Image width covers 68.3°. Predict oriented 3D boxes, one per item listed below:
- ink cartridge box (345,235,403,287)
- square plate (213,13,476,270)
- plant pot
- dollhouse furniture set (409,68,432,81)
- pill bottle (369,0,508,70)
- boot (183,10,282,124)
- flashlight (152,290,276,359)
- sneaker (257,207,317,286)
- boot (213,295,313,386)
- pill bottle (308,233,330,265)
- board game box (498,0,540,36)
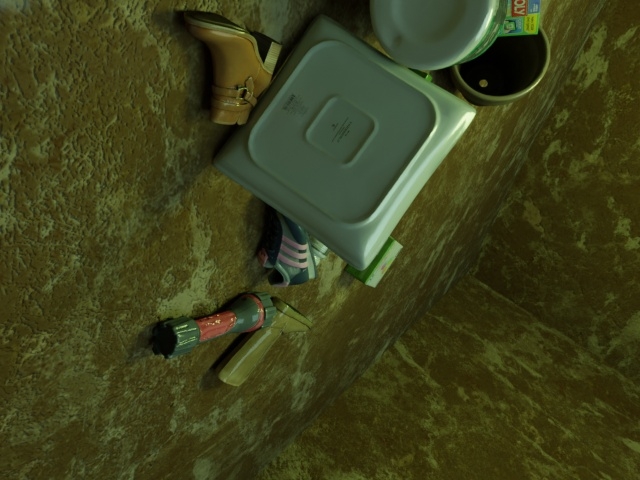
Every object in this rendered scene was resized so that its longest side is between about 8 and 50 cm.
[{"bbox_3d":[0.217,0.073,1.737,0.189,0.097,0.255,-56,154,4],"label":"ink cartridge box"},{"bbox_3d":[0.034,-0.183,0.825,0.347,0.344,0.049,-54,172,0],"label":"square plate"},{"bbox_3d":[0.506,-0.506,1.395,0.263,0.263,0.229,-56,172,4],"label":"plant pot"},{"bbox_3d":[0.233,-0.377,1.257,0.076,0.058,0.152,1,121,-60],"label":"dollhouse furniture set"},{"bbox_3d":[0.241,-0.436,0.891,0.361,0.204,0.204,-41,155,-57],"label":"pill bottle"},{"bbox_3d":[-0.149,-0.258,0.737,0.197,0.073,0.152,-5,130,-55],"label":"boot"},{"bbox_3d":[-0.235,0.190,1.104,0.304,0.103,0.103,-8,102,-56],"label":"flashlight"},{"bbox_3d":[-0.094,0.006,1.122,0.131,0.112,0.319,-20,135,-7],"label":"sneaker"},{"bbox_3d":[-0.163,0.307,1.393,0.269,0.089,0.236,-52,144,-6],"label":"boot"},{"bbox_3d":[0.000,0.000,1.295,0.137,0.078,0.078,-55,155,2],"label":"pill bottle"},{"bbox_3d":[0.412,-0.600,1.120,0.317,0.213,0.046,33,66,-64],"label":"board game box"}]
